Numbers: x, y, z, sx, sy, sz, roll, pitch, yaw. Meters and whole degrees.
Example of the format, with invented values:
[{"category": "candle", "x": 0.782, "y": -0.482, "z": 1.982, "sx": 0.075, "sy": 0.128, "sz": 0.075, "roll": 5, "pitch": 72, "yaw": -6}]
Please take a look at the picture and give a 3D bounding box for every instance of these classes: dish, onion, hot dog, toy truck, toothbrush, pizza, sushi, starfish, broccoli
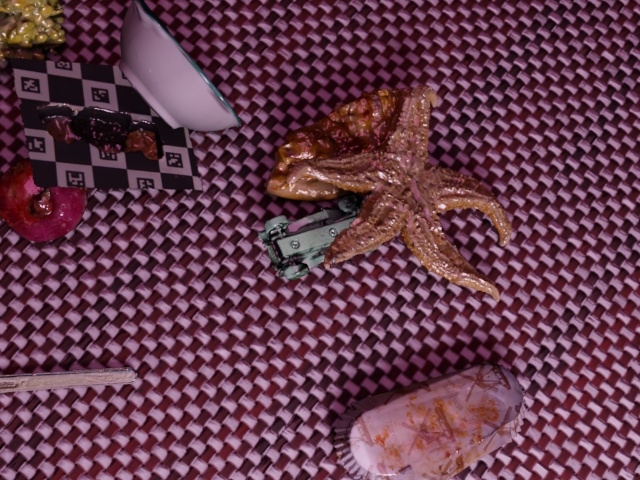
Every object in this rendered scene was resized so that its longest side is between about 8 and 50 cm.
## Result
[{"category": "dish", "x": -0.195, "y": -0.210, "z": 1.101, "sx": 0.078, "sy": 0.224, "sz": 0.246, "roll": -40, "pitch": 51, "yaw": 2}, {"category": "onion", "x": -0.339, "y": -0.051, "z": 1.080, "sx": 0.107, "sy": 0.097, "sz": 0.107, "roll": -1, "pitch": 96, "yaw": -13}, {"category": "hot dog", "x": 0.141, "y": 0.224, "z": 1.079, "sx": 0.253, "sy": 0.069, "sz": 0.131, "roll": -20, "pitch": 69, "yaw": -14}, {"category": "toy truck", "x": -0.001, "y": 0.001, "z": 1.124, "sx": 0.154, "sy": 0.078, "sz": 0.080, "roll": -19, "pitch": 78, "yaw": -28}, {"category": "toothbrush", "x": -0.366, "y": 0.170, "z": 1.054, "sx": 0.295, "sy": 0.028, "sz": 0.026, "roll": -1, "pitch": 77, "yaw": -12}, {"category": "pizza", "x": 0.033, "y": -0.127, "z": 1.162, "sx": 0.247, "sy": 0.058, "sz": 0.127, "roll": -23, "pitch": 78, "yaw": -14}, {"category": "sushi", "x": -0.274, "y": -0.133, "z": 1.112, "sx": 0.215, "sy": 0.050, "sz": 0.192, "roll": -1, "pitch": 61, "yaw": -34}, {"category": "starfish", "x": 0.102, "y": -0.046, "z": 1.119, "sx": 0.303, "sy": 0.060, "sz": 0.299, "roll": -11, "pitch": 83, "yaw": -27}, {"category": "broccoli", "x": -0.412, "y": -0.353, "z": 1.105, "sx": 0.273, "sy": 0.180, "sz": 0.242, "roll": -31, "pitch": 80, "yaw": -14}]
